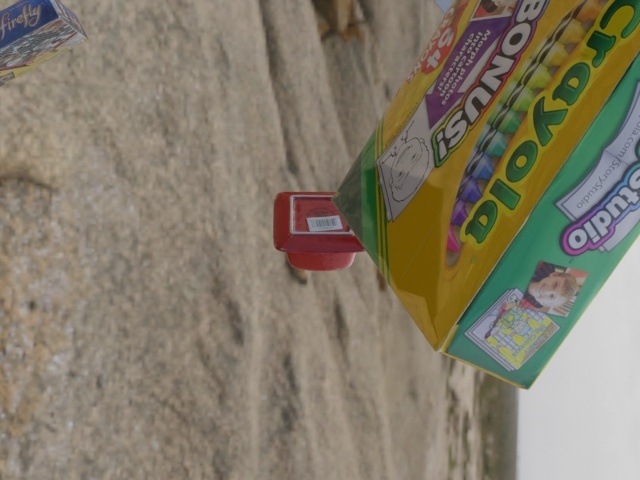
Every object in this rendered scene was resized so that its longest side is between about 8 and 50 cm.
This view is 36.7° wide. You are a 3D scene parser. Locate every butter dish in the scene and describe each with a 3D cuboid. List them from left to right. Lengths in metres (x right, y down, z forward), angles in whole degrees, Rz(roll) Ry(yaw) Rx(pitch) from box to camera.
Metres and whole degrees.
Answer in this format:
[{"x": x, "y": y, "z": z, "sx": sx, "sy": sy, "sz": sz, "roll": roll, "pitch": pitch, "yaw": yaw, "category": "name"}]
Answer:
[{"x": 0.000, "y": 0.000, "z": 1.629, "sx": 0.159, "sy": 0.160, "sz": 0.118, "roll": -92, "pitch": -176, "yaw": -50, "category": "butter dish"}]

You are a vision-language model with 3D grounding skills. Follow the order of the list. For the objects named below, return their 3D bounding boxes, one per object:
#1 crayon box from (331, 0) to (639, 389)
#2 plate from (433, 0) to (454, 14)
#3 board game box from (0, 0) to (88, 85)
[{"x": 0.176, "y": -0.109, "z": 0.811, "sx": 0.362, "sy": 0.106, "sz": 0.313, "roll": -58, "pitch": -157, "yaw": 13, "category": "crayon box"}, {"x": 0.151, "y": -0.442, "z": 1.416, "sx": 0.278, "sy": 0.045, "sz": 0.277, "roll": 48, "pitch": 24, "yaw": -19, "category": "plate"}, {"x": -0.433, "y": -0.234, "z": 1.245, "sx": 0.042, "sy": 0.243, "sz": 0.165, "roll": 62, "pitch": 0, "yaw": -3, "category": "board game box"}]
